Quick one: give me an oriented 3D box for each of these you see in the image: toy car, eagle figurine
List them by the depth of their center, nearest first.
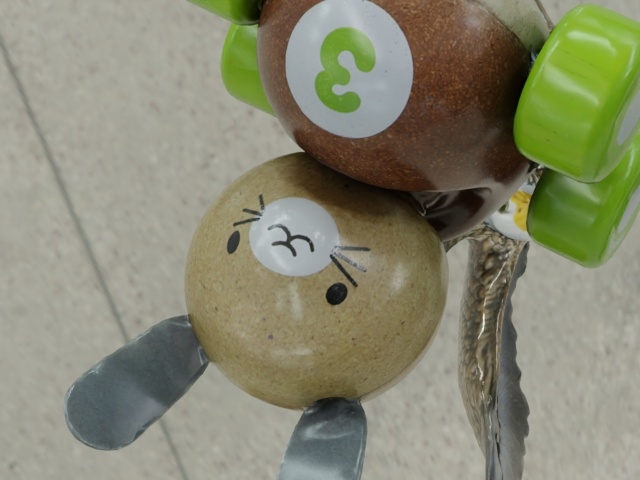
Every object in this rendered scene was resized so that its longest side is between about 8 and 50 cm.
[{"bbox_3d":[0.000,0.000,0.554,0.155,0.149,0.188,27,76,18],"label":"toy car"},{"bbox_3d":[0.090,0.003,1.061,0.226,0.225,0.298,32,89,23],"label":"eagle figurine"}]

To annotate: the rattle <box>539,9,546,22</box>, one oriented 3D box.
[{"bbox_3d":[0.063,-0.170,0.870,0.130,0.143,0.200,0,104,-2],"label":"rattle"}]
